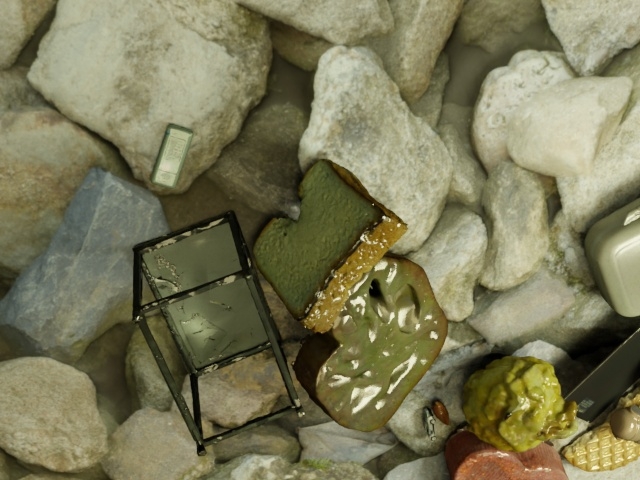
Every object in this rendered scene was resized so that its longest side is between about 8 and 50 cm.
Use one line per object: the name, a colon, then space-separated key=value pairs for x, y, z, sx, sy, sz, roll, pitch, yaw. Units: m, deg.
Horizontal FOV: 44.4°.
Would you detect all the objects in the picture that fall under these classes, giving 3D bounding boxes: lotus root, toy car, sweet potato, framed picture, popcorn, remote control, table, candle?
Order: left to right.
remote control: x=-0.281 y=-0.157 z=1.481 sx=0.053 sy=0.018 sz=0.124 roll=14 pitch=112 yaw=-20
table: x=-0.201 y=0.173 z=1.516 sx=0.222 sy=0.272 sz=0.335 roll=-21 pitch=118 yaw=-4
lotus root: x=0.116 y=0.208 z=1.649 sx=0.375 sy=0.111 sz=0.390 roll=-6 pitch=108 yaw=-39
toy car: x=0.261 y=0.446 z=1.889 sx=0.025 sy=0.041 sz=0.093 roll=-9 pitch=116 yaw=-5
sweet potato: x=0.289 y=0.413 z=1.883 sx=0.034 sy=0.034 sz=0.095 roll=-26 pitch=126 yaw=0
candle: x=0.438 y=0.610 z=1.947 sx=0.317 sy=0.131 sz=0.287 roll=24 pitch=117 yaw=-15
popcorn: x=0.451 y=0.385 z=1.793 sx=0.266 sy=0.192 sz=0.233 roll=10 pitch=108 yaw=25
framed picture: x=0.731 y=0.305 z=1.891 sx=0.338 sy=0.014 sz=0.255 roll=-48 pitch=140 yaw=11

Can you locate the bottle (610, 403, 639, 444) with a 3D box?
bottle: x=0.823 y=0.457 z=1.945 sx=0.209 sy=0.097 sz=0.110 roll=10 pitch=120 yaw=-20

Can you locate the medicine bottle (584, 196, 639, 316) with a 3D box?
medicine bottle: x=0.785 y=-0.001 z=1.749 sx=0.375 sy=0.123 sz=0.282 roll=-29 pitch=119 yaw=2

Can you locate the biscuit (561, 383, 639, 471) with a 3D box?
biscuit: x=0.791 y=0.503 z=2.039 sx=0.309 sy=0.040 sz=0.204 roll=-45 pitch=119 yaw=9

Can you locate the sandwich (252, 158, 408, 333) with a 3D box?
sandwich: x=0.001 y=0.000 z=1.500 sx=0.095 sy=0.249 sz=0.273 roll=22 pitch=111 yaw=-46
